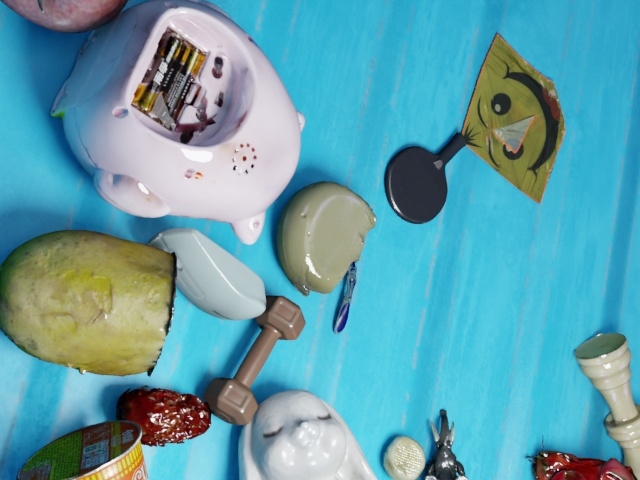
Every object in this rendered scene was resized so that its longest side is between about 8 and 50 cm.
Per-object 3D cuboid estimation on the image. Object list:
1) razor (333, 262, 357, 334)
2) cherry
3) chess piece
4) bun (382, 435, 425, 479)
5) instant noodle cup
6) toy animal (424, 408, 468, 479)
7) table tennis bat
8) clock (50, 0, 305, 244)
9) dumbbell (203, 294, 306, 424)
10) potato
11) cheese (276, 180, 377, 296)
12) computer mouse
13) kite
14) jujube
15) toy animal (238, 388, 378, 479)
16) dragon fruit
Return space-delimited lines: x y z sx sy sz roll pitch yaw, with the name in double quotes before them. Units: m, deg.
"razor" 0.047 0.097 1.993 0.044 0.028 0.155 20 73 -33
"cherry" -0.394 -0.428 1.627 0.236 0.212 0.286 50 33 -41
"chess piece" 0.671 0.401 2.358 0.117 0.117 0.397 -31 104 -34
"bun" 0.151 0.409 2.016 0.086 0.055 0.086 10 67 -26
"instant noodle cup" -0.325 0.405 1.611 0.193 0.193 0.212 -26 107 -35
"toy animal" 0.233 0.451 2.029 0.082 0.137 0.270 -1 80 4
"table tennis bat" 0.214 -0.133 2.141 0.236 0.027 0.150 -46 110 -29
"clock" -0.195 -0.191 1.715 0.376 0.250 0.368 32 67 -28
"dumbbell" -0.109 0.200 1.829 0.092 0.082 0.231 33 65 -3
"potato" -0.355 0.090 1.617 0.265 0.229 0.229 13 77 -18
"cheese" 0.000 0.000 1.933 0.175 0.091 0.203 34 68 -28
"computer mouse" -0.184 0.063 1.768 0.231 0.128 0.079 39 53 -30
"kite" 0.406 -0.253 2.302 0.327 0.013 0.378 -22 98 -35
"jujube" -0.245 0.281 1.718 0.165 0.104 0.104 12 78 -34
"toy animal" -0.038 0.384 1.814 0.271 0.206 0.265 -14 80 -17
"dragon fruit" 0.539 0.517 2.191 0.233 0.234 0.293 -26 78 -35
